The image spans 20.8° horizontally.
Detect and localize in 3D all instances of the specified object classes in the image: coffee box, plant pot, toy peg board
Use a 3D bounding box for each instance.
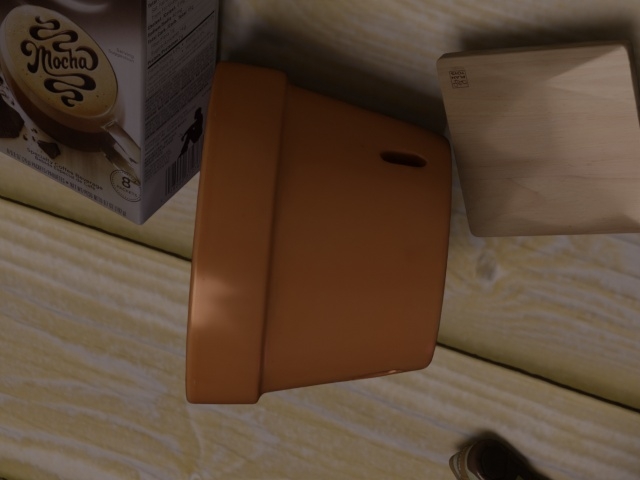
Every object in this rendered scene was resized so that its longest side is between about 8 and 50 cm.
[{"bbox_3d":[-0.183,-0.181,1.463,0.168,0.119,0.297,27,139,20],"label":"coffee box"},{"bbox_3d":[0.000,0.000,1.478,0.203,0.291,0.291,4,136,-1],"label":"plant pot"},{"bbox_3d":[0.195,-0.093,1.429,0.161,0.079,0.161,-2,115,27],"label":"toy peg board"}]

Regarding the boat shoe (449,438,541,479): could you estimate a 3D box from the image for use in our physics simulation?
[{"bbox_3d":[0.207,0.278,1.791,0.190,0.068,0.072,49,146,-9],"label":"boat shoe"}]
